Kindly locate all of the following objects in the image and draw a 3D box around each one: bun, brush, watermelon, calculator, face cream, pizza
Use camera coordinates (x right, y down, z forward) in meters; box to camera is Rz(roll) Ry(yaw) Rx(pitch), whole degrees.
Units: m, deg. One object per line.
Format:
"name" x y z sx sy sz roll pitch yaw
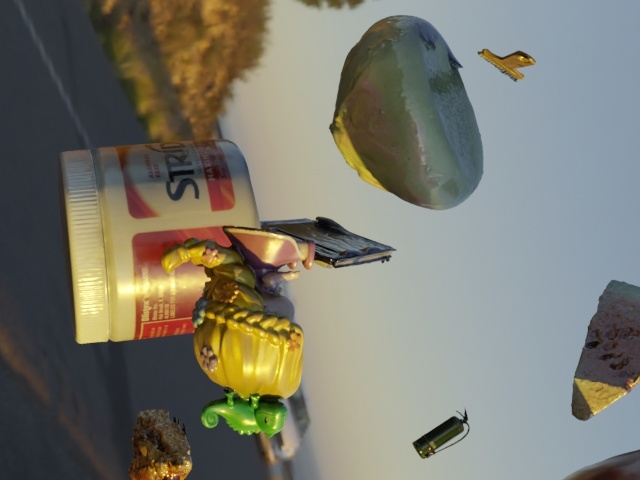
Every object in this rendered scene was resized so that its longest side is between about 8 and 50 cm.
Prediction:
"bun" 0.110 -0.170 1.575 0.293 0.187 0.293 42 40 -49
"brush" 0.303 -0.285 1.743 0.082 0.010 0.218 35 2 -5
"watermelon" 0.433 0.169 1.570 0.154 0.241 0.095 16 -51 37
"calculator" 0.000 -0.001 1.628 0.274 0.165 0.028 -7 118 -68
"face cream" -0.170 -0.001 1.140 0.201 0.187 0.201 175 -90 -75
"pizza" -0.231 0.313 1.549 0.194 0.069 0.154 154 -61 -67

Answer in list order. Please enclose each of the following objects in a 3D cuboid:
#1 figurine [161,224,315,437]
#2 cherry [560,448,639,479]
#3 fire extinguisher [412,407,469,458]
"figurine" -0.069 0.067 0.832 0.095 0.114 0.156 171 -74 -74
"cherry" 0.371 0.372 1.155 0.291 0.334 0.326 -124 -163 -52
"fire extinguisher" 0.159 0.248 1.397 0.038 0.083 0.025 52 -10 35
